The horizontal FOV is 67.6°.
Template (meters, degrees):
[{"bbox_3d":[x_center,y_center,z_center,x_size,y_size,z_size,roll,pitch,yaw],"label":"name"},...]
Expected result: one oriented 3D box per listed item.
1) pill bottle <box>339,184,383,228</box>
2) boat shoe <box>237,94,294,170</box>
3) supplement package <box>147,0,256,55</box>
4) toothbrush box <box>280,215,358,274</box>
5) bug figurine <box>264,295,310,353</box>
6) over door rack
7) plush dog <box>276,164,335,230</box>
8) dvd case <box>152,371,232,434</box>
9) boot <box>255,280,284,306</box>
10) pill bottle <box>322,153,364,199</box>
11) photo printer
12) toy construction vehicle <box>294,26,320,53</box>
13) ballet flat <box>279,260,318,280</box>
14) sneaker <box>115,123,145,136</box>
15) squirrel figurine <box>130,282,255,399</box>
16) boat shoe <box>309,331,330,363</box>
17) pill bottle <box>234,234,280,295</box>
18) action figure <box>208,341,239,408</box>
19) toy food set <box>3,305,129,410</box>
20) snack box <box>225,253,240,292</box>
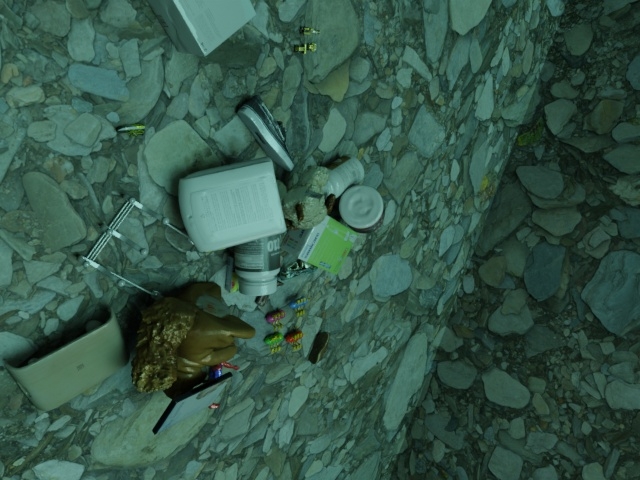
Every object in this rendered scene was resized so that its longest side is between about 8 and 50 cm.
[{"bbox_3d":[0.182,-0.121,2.014,0.176,0.177,0.318,-64,170,0],"label":"pill bottle"},{"bbox_3d":[-0.162,-0.365,1.639,0.102,0.108,0.301,-51,132,-13],"label":"boat shoe"},{"bbox_3d":[-0.322,-0.638,1.272,0.203,0.149,0.194,-48,138,-19],"label":"supplement package"},{"bbox_3d":[0.000,0.000,1.991,0.283,0.122,0.206,26,91,-51],"label":"toothbrush box"},{"bbox_3d":[-0.143,0.360,2.068,0.217,0.072,0.278,-14,125,-36],"label":"bug figurine"},{"bbox_3d":[-0.522,0.037,1.451,0.239,0.108,0.324,-56,140,-8],"label":"over door rack"},{"bbox_3d":[-0.054,-0.122,1.752,0.263,0.210,0.225,-22,152,9],"label":"plush dog"},{"bbox_3d":[-0.423,0.540,1.600,0.253,0.022,0.180,-11,142,-56],"label":"dvd case"},{"bbox_3d":[-0.207,0.217,1.946,0.107,0.037,0.114,11,99,-36],"label":"boot"},{"bbox_3d":[0.055,-0.241,1.914,0.229,0.131,0.131,-36,133,-29],"label":"pill bottle"},{"bbox_3d":[-0.281,-0.109,1.504,0.308,0.107,0.255,-16,106,-16],"label":"photo printer"},{"bbox_3d":[-0.042,-0.687,1.644,0.098,0.035,0.085,-15,121,-43],"label":"toy construction vehicle"},{"bbox_3d":[-0.088,0.115,1.996,0.189,0.070,0.070,-17,122,-37],"label":"ballet flat"},{"bbox_3d":[-0.524,-0.302,1.325,0.083,0.031,0.035,-19,124,-41],"label":"sneaker"},{"bbox_3d":[-0.472,0.365,1.579,0.397,0.281,0.370,7,118,-58],"label":"squirrel figurine"},{"bbox_3d":[0.003,0.517,2.323,0.060,0.064,0.177,4,114,-54],"label":"boat shoe"},{"bbox_3d":[-0.224,0.042,1.695,0.161,0.161,0.282,-11,105,-44],"label":"pill bottle"},{"bbox_3d":[-0.376,0.510,1.879,0.139,0.092,0.280,-6,116,-39],"label":"action figure"},{"bbox_3d":[-0.732,0.348,1.419,0.306,0.092,0.219,-30,142,-32],"label":"toy food set"},{"bbox_3d":[-0.301,0.118,1.790,0.100,0.037,0.141,-12,117,-46],"label":"snack box"}]
